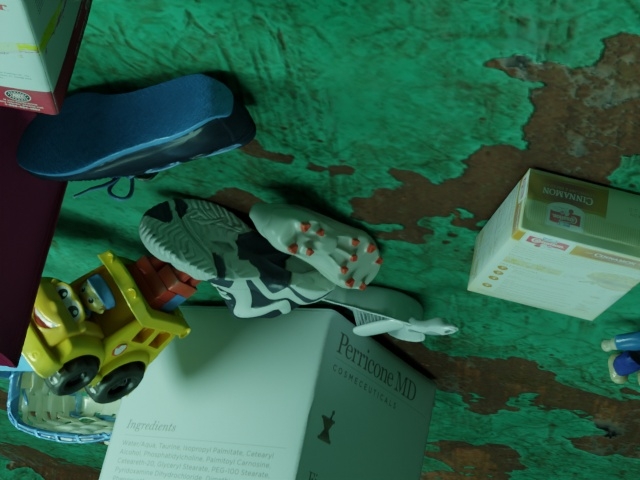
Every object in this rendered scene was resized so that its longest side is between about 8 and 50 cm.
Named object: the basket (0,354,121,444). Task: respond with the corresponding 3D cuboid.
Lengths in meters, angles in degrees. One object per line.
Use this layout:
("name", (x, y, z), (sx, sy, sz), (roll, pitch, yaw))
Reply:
("basket", (-0.360, 0.194, 1.856), (0.254, 0.201, 0.289), (-1, 165, 31))

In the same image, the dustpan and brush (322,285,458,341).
("dustpan and brush", (0.095, 0.097, 1.573), (0.147, 0.060, 0.211), (28, 153, -34))

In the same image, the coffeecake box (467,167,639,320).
("coffeecake box", (0.243, 0.009, 1.272), (0.142, 0.068, 0.185), (14, 158, -5))

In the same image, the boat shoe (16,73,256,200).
("boat shoe", (-0.179, -0.086, 1.215), (0.258, 0.109, 0.089), (-1, 158, 34))

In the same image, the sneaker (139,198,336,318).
("sneaker", (-0.110, 0.035, 1.483), (0.235, 0.094, 0.153), (10, 152, -20))

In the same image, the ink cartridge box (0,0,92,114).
("ink cartridge box", (-0.253, -0.197, 0.949), (0.128, 0.127, 0.176), (11, 158, 1))

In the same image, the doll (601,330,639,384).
("doll", (0.399, 0.133, 1.525), (0.129, 0.046, 0.189), (12, 158, -2))

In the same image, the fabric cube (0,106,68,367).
("fabric cube", (-0.438, -0.037, 1.272), (0.258, 0.254, 0.259), (2, 156, 19))

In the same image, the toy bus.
("toy bus", (-0.256, 0.083, 1.572), (0.211, 0.149, 0.220), (-38, 157, 11))

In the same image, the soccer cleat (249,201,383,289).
("soccer cleat", (0.000, 0.000, 1.400), (0.076, 0.068, 0.196), (35, -175, 38))

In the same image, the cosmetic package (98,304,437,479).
("cosmetic package", (-0.078, 0.328, 1.773), (0.327, 0.394, 0.329), (-1, 156, 33))
